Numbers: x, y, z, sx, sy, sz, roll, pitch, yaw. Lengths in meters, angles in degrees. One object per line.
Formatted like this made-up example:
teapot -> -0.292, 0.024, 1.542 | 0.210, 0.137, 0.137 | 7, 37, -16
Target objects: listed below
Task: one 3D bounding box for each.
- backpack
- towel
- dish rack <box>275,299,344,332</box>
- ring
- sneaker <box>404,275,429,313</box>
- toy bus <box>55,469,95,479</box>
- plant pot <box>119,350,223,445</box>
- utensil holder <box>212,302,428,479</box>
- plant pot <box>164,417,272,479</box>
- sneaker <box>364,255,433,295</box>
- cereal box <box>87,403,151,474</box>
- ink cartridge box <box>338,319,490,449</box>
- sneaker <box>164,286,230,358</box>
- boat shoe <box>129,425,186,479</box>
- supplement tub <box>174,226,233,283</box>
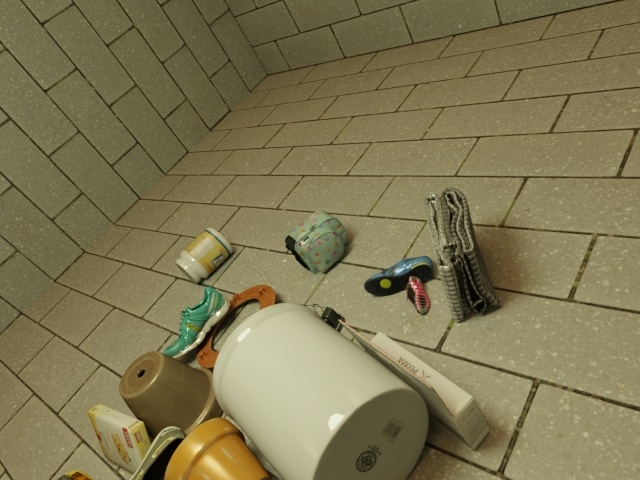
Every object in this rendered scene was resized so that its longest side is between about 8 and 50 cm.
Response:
backpack -> 0.000, 0.000, 1.661 | 0.188, 0.165, 0.144 | -47, 38, -15
towel -> 0.361, 0.031, 1.278 | 0.122, 0.235, 0.283 | -15, 38, 15
dish rack -> -0.085, 0.277, 1.476 | 0.272, 0.074, 0.208 | 0, 45, 41
ring -> -0.285, 0.269, 1.618 | 0.337, 0.032, 0.336 | -33, 27, 19
sneaker -> 0.263, 0.159, 1.373 | 0.057, 0.047, 0.119 | -53, 31, 38
toy bus -> -0.727, 0.742, 1.372 | 0.220, 0.149, 0.212 | -51, 22, -27
plant pot -> -0.441, 0.442, 1.416 | 0.263, 0.229, 0.263 | -20, 37, 16
utensil holder -> -0.009, 0.362, 1.088 | 0.328, 0.327, 0.386 | -44, 38, -15
plant pot -> -0.220, 0.554, 1.149 | 0.188, 0.205, 0.205 | 24, 62, 33
sneaker -> 0.228, 0.100, 1.451 | 0.210, 0.069, 0.082 | -21, 24, 16
cereal box -> -0.560, 0.570, 1.402 | 0.240, 0.172, 0.047 | 0, 19, 40
ink cartridge box -> 0.199, 0.284, 1.066 | 0.066, 0.261, 0.296 | -44, 36, -13
sneaker -> -0.427, 0.274, 1.649 | 0.275, 0.110, 0.107 | -51, 25, -15
boat shoe -> -0.427, 0.624, 1.241 | 0.091, 0.109, 0.304 | -21, 40, 60
supplement tub -> -0.467, 0.060, 1.980 | 0.199, 0.144, 0.144 | -47, 37, -19
